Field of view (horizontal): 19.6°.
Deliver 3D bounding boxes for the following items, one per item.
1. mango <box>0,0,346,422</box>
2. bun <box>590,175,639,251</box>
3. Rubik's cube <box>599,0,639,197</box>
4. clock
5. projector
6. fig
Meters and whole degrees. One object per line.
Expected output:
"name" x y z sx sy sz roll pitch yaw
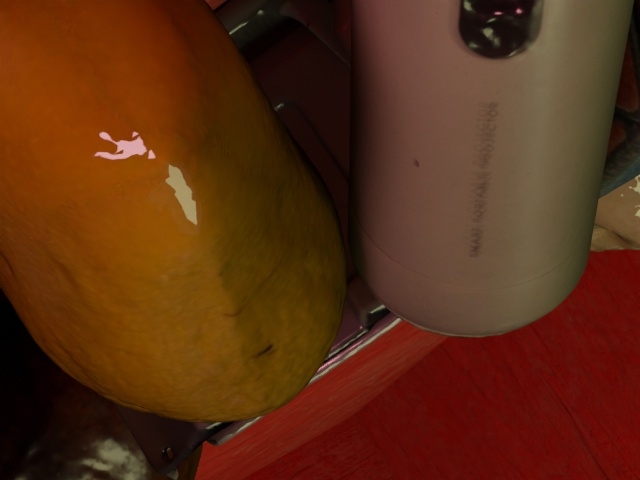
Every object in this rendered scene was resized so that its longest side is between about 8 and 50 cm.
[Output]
"mango" -0.077 -0.029 0.744 0.142 0.195 0.332 -37 159 -9
"bun" 0.276 -0.122 1.379 0.365 0.219 0.365 -36 170 -8
"Rubik's cube" 0.161 -0.170 0.787 0.205 0.207 0.205 -29 168 -20
"clock" -0.032 -0.018 0.968 0.253 0.186 0.083 -36 165 8
"projector" 0.063 -0.099 0.666 0.108 0.108 0.337 -31 149 -20
"fig" -0.183 0.140 1.219 0.235 0.214 0.235 -9 161 -3
